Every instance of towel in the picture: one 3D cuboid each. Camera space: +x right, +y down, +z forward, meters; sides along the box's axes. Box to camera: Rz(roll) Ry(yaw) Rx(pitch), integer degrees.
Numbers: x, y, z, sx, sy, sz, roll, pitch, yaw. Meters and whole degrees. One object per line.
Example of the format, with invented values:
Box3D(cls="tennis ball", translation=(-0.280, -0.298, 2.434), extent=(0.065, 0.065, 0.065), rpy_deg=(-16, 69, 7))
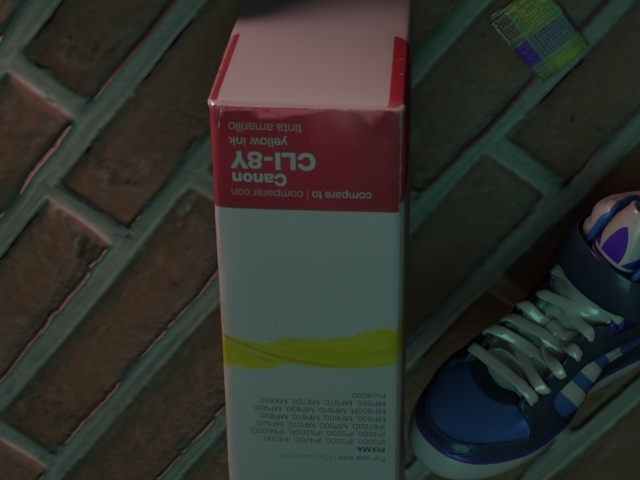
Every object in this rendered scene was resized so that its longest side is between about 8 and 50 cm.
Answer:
Box3D(cls="towel", translation=(0.203, -0.193, 1.343), extent=(0.060, 0.009, 0.083), rpy_deg=(-37, 111, 19))

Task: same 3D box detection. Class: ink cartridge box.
Box3D(cls="ink cartridge box", translation=(0.000, 0.000, 1.303), extent=(0.160, 0.279, 0.385), rpy_deg=(1, 118, 3))

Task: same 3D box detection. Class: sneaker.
Box3D(cls="sneaker", translation=(0.222, 0.062, 1.324), extent=(0.323, 0.130, 0.236), rpy_deg=(-27, 146, -30))
